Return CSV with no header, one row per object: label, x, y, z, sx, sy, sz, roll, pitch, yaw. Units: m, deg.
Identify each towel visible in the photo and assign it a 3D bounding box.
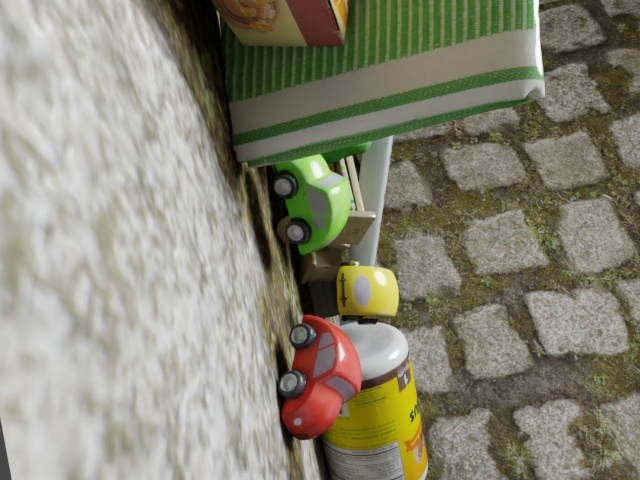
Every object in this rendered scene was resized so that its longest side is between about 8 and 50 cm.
towel,0.025,-0.236,0.390,0.038,0.247,0.325,26,54,-73

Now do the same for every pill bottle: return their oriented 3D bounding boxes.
pill bottle,0.057,0.211,0.563,0.117,0.117,0.215,-87,166,-75

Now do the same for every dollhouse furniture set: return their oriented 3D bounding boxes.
dollhouse furniture set,-0.023,-0.062,0.611,0.161,0.101,0.182,118,-31,-54

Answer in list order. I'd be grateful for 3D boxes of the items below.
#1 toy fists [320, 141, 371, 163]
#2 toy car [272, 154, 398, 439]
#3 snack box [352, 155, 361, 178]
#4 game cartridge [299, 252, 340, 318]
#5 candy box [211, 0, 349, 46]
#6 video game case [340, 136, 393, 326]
toy fists,-0.015,-0.215,0.488,0.096,0.142,0.279,-27,107,-86
toy car,0.014,0.020,0.441,0.239,0.053,0.225,-44,123,-60
snack box,0.002,-0.159,0.754,0.174,0.070,0.207,64,11,-3
game cartridge,0.000,0.000,0.842,0.294,0.060,0.196,-91,174,-69
candy box,-0.022,-0.309,0.296,0.183,0.087,0.316,30,66,-75
video game case,0.075,-0.037,0.730,0.300,0.036,0.329,-47,144,-79
